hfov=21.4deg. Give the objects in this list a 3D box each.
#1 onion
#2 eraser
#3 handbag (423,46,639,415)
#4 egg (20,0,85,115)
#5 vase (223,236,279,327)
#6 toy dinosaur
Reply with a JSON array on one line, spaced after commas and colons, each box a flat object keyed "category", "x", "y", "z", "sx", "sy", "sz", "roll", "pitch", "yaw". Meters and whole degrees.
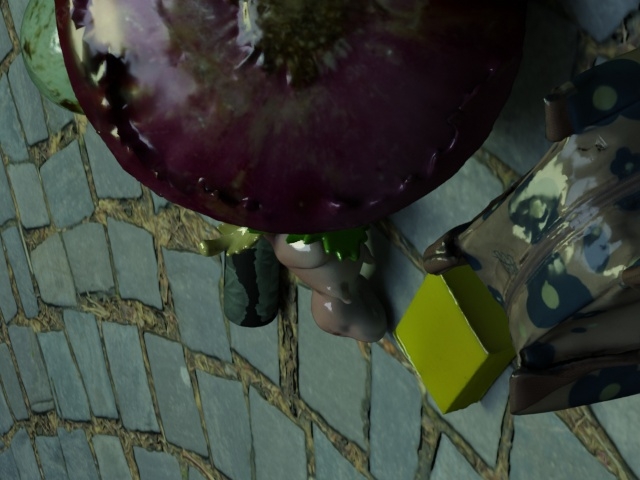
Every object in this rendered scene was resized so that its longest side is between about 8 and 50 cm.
[{"category": "onion", "x": -0.031, "y": -0.192, "z": 1.288, "sx": 0.345, "sy": 0.358, "sz": 0.358, "roll": -128, "pitch": 32, "yaw": -59}, {"category": "eraser", "x": 0.118, "y": 0.082, "z": 1.472, "sx": 0.097, "sy": 0.045, "sz": 0.122, "roll": 60, "pitch": 150, "yaw": 20}, {"category": "handbag", "x": 0.202, "y": -0.003, "z": 1.103, "sx": 0.190, "sy": 0.193, "sz": 0.251, "roll": 63, "pitch": 146, "yaw": 21}, {"category": "egg", "x": -0.217, "y": -0.227, "z": 1.771, "sx": 0.231, "sy": 0.169, "sz": 0.169, "roll": -41, "pitch": 68, "yaw": 40}, {"category": "vase", "x": -0.070, "y": -0.010, "z": 1.741, "sx": 0.060, "sy": 0.060, "sz": 0.211, "roll": 41, "pitch": 139, "yaw": 45}, {"category": "toy dinosaur", "x": 0.001, "y": -0.006, "z": 1.570, "sx": 0.194, "sy": 0.152, "sz": 0.177, "roll": 26, "pitch": 144, "yaw": -2}]
